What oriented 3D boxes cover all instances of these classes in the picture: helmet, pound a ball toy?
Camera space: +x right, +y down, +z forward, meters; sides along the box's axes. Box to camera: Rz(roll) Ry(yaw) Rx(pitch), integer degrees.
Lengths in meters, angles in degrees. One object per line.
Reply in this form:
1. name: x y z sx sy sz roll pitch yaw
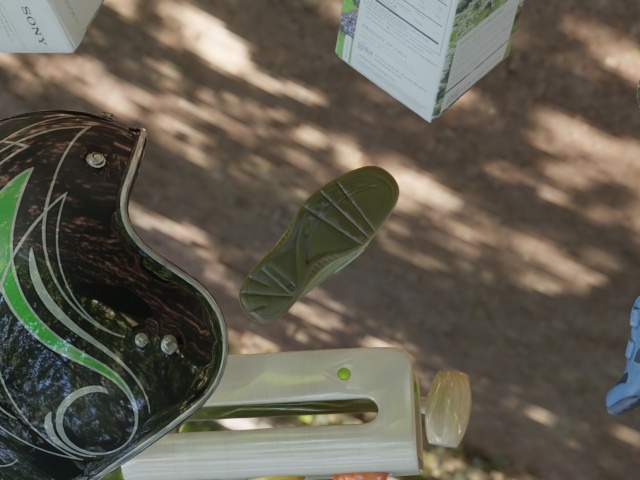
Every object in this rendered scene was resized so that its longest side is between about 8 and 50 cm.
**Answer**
1. helmet: -0.131 0.025 0.828 0.161 0.169 0.169 54 160 -7
2. pound a ball toy: -0.015 0.186 1.678 0.319 0.135 0.208 -3 168 5

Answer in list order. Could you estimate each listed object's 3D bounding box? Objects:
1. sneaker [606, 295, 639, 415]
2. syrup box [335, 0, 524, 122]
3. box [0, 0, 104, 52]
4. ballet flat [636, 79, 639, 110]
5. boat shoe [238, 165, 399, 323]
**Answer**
1. sneaker: 0.254 0.069 1.299 0.059 0.144 0.053 43 -158 18
2. syrup box: 0.084 -0.199 1.183 0.096 0.093 0.237 38 151 19
3. box: -0.268 -0.229 1.241 0.322 0.232 0.058 4 140 25
4. ballet flat: 0.144 -0.014 0.485 0.058 0.084 0.250 4 173 30
5. boat shoe: 0.001 0.002 1.329 0.056 0.153 0.048 43 -168 6
